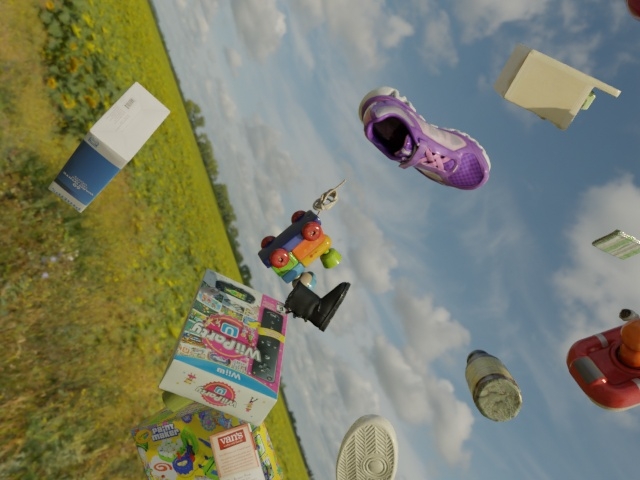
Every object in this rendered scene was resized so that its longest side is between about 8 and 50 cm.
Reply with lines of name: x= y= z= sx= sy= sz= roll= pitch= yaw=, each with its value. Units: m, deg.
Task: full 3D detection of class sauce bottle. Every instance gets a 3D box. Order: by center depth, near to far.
sauce bottle: x=0.429 y=0.354 z=1.413 sx=0.344 sy=0.111 sz=0.111 roll=-9 pitch=79 yaw=-80

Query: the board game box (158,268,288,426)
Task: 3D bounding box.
board game box: x=-0.194 y=0.222 z=1.205 sx=0.097 sy=0.224 sz=0.303 roll=-57 pitch=-165 yaw=29

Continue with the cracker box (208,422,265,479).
cracker box: x=-0.108 y=0.402 z=0.845 sx=0.155 sy=0.067 sz=0.232 roll=112 pitch=-39 yaw=-70

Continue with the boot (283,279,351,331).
boot: x=-0.008 y=0.114 z=1.111 sx=0.099 sy=0.121 sz=0.045 roll=32 pitch=-5 yaw=6

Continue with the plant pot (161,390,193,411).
plant pot: x=-0.297 y=0.327 z=1.198 sx=0.083 sy=0.079 sz=0.083 roll=53 pitch=2 yaw=-3

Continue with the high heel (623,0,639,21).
high heel: x=0.839 y=-0.552 z=1.206 sx=0.127 sy=0.377 sz=0.181 roll=77 pitch=-4 yaw=-55

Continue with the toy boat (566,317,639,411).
toy boat: x=0.583 y=0.203 z=1.022 sx=0.151 sy=0.231 sz=0.151 roll=-113 pitch=-174 yaw=-49

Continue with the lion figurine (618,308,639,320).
lion figurine: x=0.897 y=0.228 z=1.387 sx=0.240 sy=0.392 sz=0.142 roll=42 pitch=32 yaw=-32

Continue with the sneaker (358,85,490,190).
sneaker: x=0.158 y=-0.144 z=0.867 sx=0.095 sy=0.236 sz=0.104 roll=-56 pitch=-175 yaw=30

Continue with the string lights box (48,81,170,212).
string lights box: x=-0.380 y=-0.157 z=0.980 sx=0.077 sy=0.133 sz=0.260 roll=41 pitch=-37 yaw=-20

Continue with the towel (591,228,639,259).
towel: x=1.017 y=0.015 z=1.876 sx=0.113 sy=0.152 sz=0.023 roll=-41 pitch=-147 yaw=55

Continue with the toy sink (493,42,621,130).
toy sink: x=0.555 y=-0.356 z=1.326 sx=0.153 sy=0.234 sz=0.131 roll=-76 pitch=-170 yaw=-64

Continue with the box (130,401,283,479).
box: x=-0.300 y=0.569 z=1.476 sx=0.177 sy=0.290 sz=0.279 roll=-19 pitch=90 yaw=-69

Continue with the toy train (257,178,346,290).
toy train: x=0.000 y=0.000 z=1.203 sx=0.143 sy=0.248 sz=0.105 roll=51 pitch=-2 yaw=-27

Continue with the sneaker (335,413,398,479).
sneaker: x=0.104 y=0.517 z=1.234 sx=0.148 sy=0.131 sz=0.350 roll=-55 pitch=153 yaw=-69
